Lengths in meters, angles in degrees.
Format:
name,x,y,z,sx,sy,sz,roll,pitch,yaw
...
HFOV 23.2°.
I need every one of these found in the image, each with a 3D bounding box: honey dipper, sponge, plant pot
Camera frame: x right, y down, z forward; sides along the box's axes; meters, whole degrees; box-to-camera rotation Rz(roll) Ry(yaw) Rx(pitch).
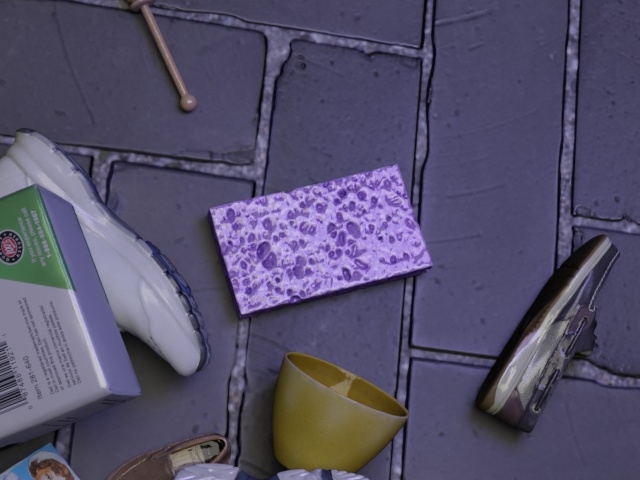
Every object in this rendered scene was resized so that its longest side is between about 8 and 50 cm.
name,x,y,z,sx,sy,sz,roll,pitch,yaw
honey dipper,-0.166,-0.208,1.629,0.030,0.030,0.160,-24,82,-16
sponge,0.000,0.000,1.599,0.210,0.031,0.117,-14,78,-14
plant pot,0.006,0.180,1.510,0.134,0.134,0.095,25,96,-3

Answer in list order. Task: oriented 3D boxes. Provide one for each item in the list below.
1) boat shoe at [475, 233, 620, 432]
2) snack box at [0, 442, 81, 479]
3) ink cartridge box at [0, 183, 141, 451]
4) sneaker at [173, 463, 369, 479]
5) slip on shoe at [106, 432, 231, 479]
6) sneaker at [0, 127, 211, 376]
name,x,y,z,sx,sy,sz,roll,pitch,yaw
boat shoe,0.245,0.097,1.598,0.073,0.080,0.223,38,76,-4
snack box,-0.216,0.355,1.396,0.322,0.060,0.187,50,37,6
ink cartridge box,-0.334,0.098,1.420,0.278,0.117,0.201,-22,80,5
sneaker,-0.027,0.299,1.455,0.235,0.094,0.153,3,112,5
slip on shoe,-0.148,0.223,1.503,0.135,0.041,0.051,-19,79,-15
sneaker,-0.225,0.029,1.526,0.129,0.111,0.297,-44,81,-5
